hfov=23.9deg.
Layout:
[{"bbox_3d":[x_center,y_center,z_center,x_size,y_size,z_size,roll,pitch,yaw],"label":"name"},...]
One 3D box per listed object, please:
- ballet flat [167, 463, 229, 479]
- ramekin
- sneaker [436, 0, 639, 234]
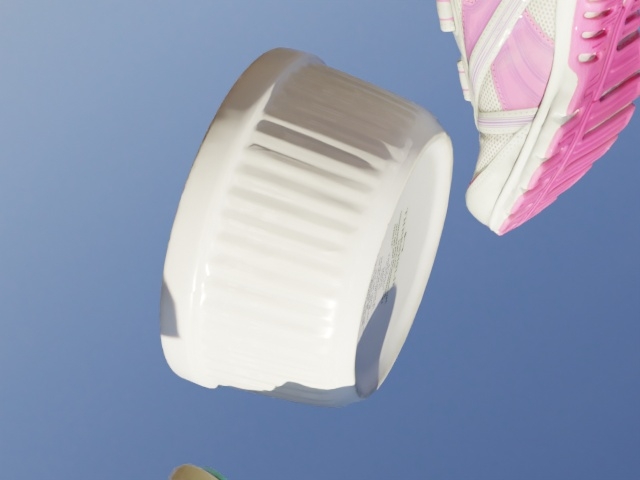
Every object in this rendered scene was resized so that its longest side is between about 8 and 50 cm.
[{"bbox_3d":[-0.052,0.187,0.862,0.086,0.086,0.248,-50,-156,-18],"label":"ballet flat"},{"bbox_3d":[0.000,0.000,0.882,0.109,0.207,0.207,18,-128,14],"label":"ramekin"},{"bbox_3d":[0.120,-0.124,0.842,0.111,0.252,0.103,30,-148,27],"label":"sneaker"}]
